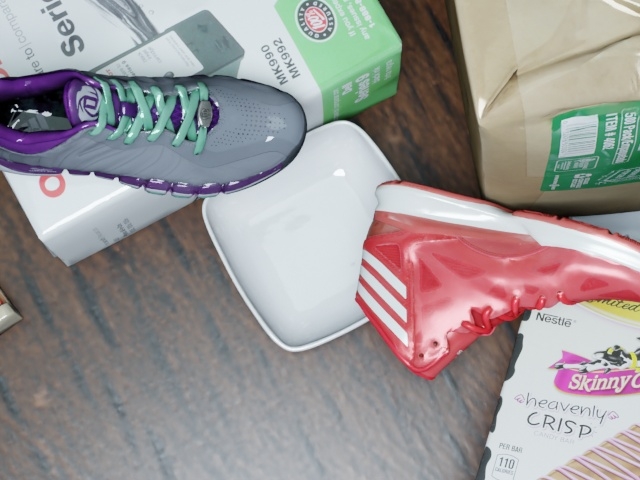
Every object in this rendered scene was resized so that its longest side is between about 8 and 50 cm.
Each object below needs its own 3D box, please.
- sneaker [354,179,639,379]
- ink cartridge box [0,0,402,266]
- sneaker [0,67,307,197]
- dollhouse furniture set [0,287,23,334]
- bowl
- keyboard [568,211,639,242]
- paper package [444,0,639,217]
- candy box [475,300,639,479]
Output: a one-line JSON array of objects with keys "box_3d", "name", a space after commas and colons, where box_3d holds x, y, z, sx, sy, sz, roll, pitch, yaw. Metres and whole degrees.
[{"box_3d": [0.128, 0.044, 1.029, 0.221, 0.087, 0.128, 15, 87, 24], "name": "sneaker"}, {"box_3d": [-0.116, -0.142, 1.097, 0.289, 0.121, 0.211, -29, 82, -5], "name": "ink cartridge box"}, {"box_3d": [-0.120, -0.072, 0.975, 0.224, 0.098, 0.083, -2, 84, -2], "name": "sneaker"}, {"box_3d": [-0.282, -0.021, 1.072, 0.129, 0.129, 0.183, -36, 81, -6], "name": "dollhouse furniture set"}, {"box_3d": [0.000, 0.000, 1.107, 0.142, 0.053, 0.142, -30, 80, -5], "name": "bowl"}, {"box_3d": [0.236, 0.007, 1.128, 0.072, 0.014, 0.256, -25, 80, 1], "name": "keyboard"}, {"box_3d": [0.162, -0.186, 0.996, 0.168, 0.325, 0.309, -10, 79, 4], "name": "paper package"}, {"box_3d": [0.193, 0.149, 1.027, 0.159, 0.071, 0.233, 13, 62, 12], "name": "candy box"}]
